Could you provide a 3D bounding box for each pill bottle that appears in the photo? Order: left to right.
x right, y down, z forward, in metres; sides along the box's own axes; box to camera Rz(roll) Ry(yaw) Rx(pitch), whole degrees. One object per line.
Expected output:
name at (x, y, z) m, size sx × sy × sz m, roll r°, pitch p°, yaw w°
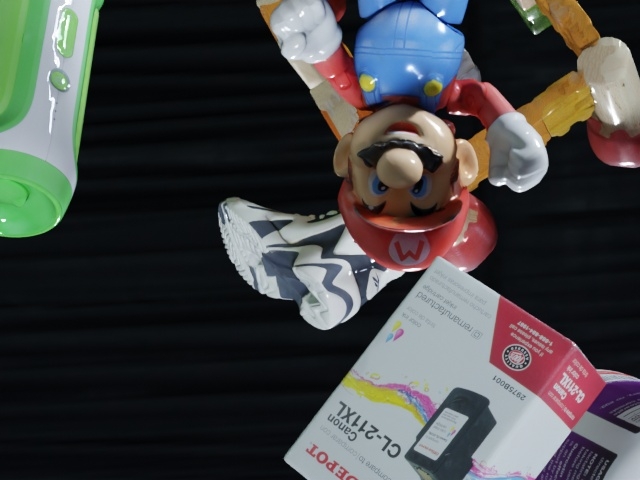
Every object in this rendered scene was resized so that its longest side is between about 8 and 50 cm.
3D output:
pill bottle at (0.275, 0.214, 1.210) m, size 0.323 × 0.181 × 0.181 m, roll -161°, pitch -113°, yaw -77°

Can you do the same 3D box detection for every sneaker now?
sneaker at (0.000, 0.000, 1.672) m, size 0.235 × 0.153 × 0.094 m, roll 30°, pitch -45°, yaw 47°

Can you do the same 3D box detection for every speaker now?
speaker at (-0.279, -0.155, 1.414) m, size 0.131 × 0.131 × 0.296 m, roll 79°, pitch 12°, yaw -58°

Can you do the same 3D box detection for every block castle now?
block castle at (0.138, -0.211, 1.621) m, size 0.453 × 0.303 × 0.213 m, roll 61°, pitch 6°, yaw 30°

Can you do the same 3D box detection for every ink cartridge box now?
ink cartridge box at (0.081, 0.120, 0.986) m, size 0.175 × 0.127 × 0.072 m, roll -53°, pitch 145°, yaw -5°

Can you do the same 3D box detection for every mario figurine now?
mario figurine at (0.076, -0.130, 1.241) m, size 0.170 × 0.198 × 0.320 m, roll -9°, pitch 104°, yaw -43°
